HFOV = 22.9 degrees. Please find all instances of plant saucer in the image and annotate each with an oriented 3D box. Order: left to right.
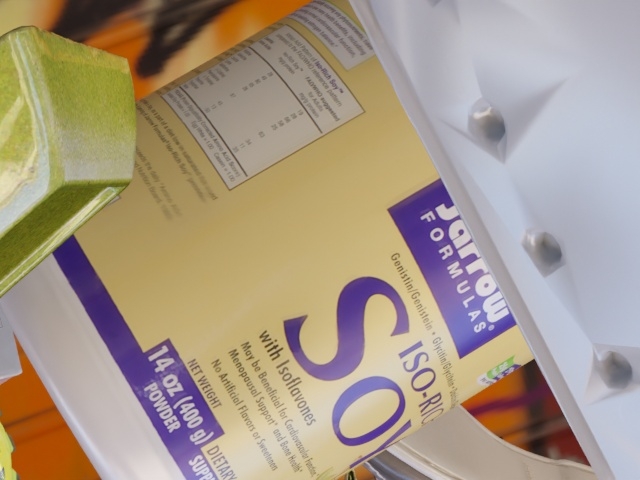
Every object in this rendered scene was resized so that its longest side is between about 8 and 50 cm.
[{"bbox_3d":[-0.144,0.004,0.593,0.188,0.045,0.188,-41,180,5],"label":"plant saucer"}]

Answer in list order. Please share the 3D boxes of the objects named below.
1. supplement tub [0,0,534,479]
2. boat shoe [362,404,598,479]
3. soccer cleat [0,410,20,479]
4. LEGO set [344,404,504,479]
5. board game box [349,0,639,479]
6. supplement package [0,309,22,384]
[{"bbox_3d":[0.000,0.000,0.885,0.331,0.241,0.241,-31,-178,-7],"label":"supplement tub"},{"bbox_3d":[0.122,0.206,1.306,0.095,0.335,0.112,-48,-153,30],"label":"boat shoe"},{"bbox_3d":[-0.357,0.271,1.489,0.093,0.289,0.121,-10,164,36],"label":"soccer cleat"},{"bbox_3d":[0.040,0.283,1.568,0.331,0.255,0.192,-14,-172,4],"label":"LEGO set"},{"bbox_3d":[0.174,-0.043,0.310,0.050,0.390,0.390,-33,-173,-36],"label":"board game box"},{"bbox_3d":[-0.315,0.021,1.083,0.149,0.203,0.194,-13,174,-23],"label":"supplement package"}]
